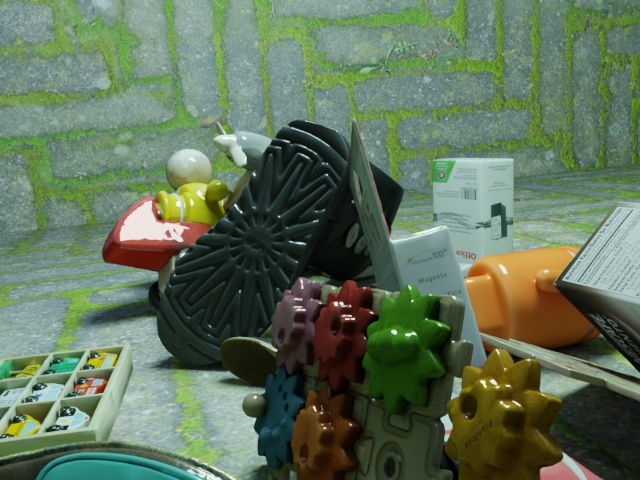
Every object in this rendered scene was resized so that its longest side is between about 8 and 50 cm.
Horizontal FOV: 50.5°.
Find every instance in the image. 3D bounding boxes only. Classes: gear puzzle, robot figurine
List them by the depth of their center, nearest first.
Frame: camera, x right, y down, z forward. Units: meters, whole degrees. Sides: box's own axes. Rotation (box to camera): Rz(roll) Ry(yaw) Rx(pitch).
[{"bbox_3d":[0.028,0.114,0.475,0.044,0.175,0.339,15,-8,-28],"label":"gear puzzle"},{"bbox_3d":[0.269,0.074,0.842,0.220,0.158,0.128,-7,38,-16],"label":"robot figurine"}]

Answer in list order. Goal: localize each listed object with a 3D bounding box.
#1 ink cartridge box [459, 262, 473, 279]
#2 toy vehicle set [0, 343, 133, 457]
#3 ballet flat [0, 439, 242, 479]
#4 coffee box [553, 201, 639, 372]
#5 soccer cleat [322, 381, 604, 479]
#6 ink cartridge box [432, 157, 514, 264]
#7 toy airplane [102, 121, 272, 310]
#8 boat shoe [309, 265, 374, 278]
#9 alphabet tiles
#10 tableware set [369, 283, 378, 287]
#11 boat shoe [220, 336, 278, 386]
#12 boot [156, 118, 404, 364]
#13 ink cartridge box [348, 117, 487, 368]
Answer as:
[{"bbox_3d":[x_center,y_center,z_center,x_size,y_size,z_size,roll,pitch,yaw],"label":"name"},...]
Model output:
[{"bbox_3d":[0.173,0.074,1.081,0.099,0.056,0.135,3,13,40],"label":"ink cartridge box"},{"bbox_3d":[-0.309,0.181,0.754,0.166,0.035,0.267,-6,10,-8],"label":"toy vehicle set"},{"bbox_3d":[-0.182,0.196,0.444,0.349,0.123,0.123,-1,10,7],"label":"ballet flat"},{"bbox_3d":[0.371,0.067,0.583,0.119,0.168,0.297,-51,15,-6],"label":"coffee box"},{"bbox_3d":[0.082,0.160,0.544,0.116,0.108,0.318,4,6,-30],"label":"soccer cleat"},{"bbox_3d":[0.299,-0.057,1.342,0.087,0.208,0.153,-6,10,-29],"label":"ink cartridge box"},{"bbox_3d":[-0.179,-0.055,1.253,0.386,0.272,0.384,-29,-13,1],"label":"toy airplane"},{"bbox_3d":[-0.003,0.001,1.415,0.127,0.113,0.340,-10,11,-25],"label":"boat shoe"},{"bbox_3d":[0.264,0.125,0.614,0.237,0.009,0.198,18,0,-26],"label":"alphabet tiles"},{"bbox_3d":[0.199,0.055,1.227,0.194,0.039,0.128,1,12,31],"label":"tableware set"},{"bbox_3d":[-0.046,0.145,0.809,0.152,0.056,0.049,10,10,22],"label":"boat shoe"},{"bbox_3d":[-0.030,0.020,1.066,0.146,0.367,0.445,39,6,12],"label":"boot"},{"bbox_3d":[0.088,0.017,0.714,0.060,0.238,0.275,-14,-8,0],"label":"ink cartridge box"}]
